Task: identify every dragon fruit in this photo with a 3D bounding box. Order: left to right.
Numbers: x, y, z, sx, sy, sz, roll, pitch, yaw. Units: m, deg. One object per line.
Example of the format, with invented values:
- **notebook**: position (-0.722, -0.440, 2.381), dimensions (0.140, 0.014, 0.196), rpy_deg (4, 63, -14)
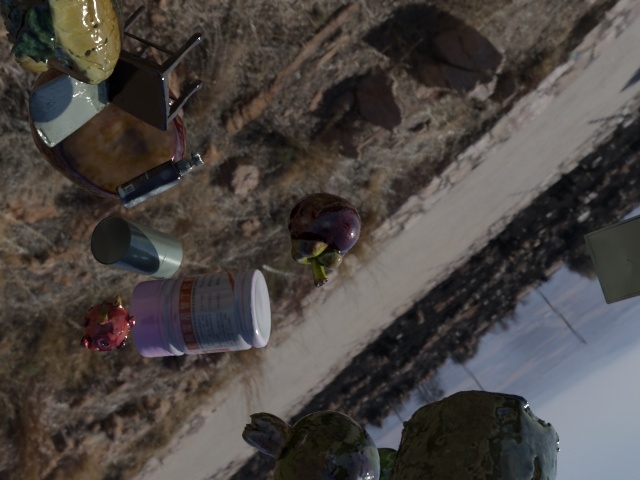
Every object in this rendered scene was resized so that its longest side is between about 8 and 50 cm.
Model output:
- **dragon fruit**: position (-0.466, 0.196, 1.567), dimensions (0.126, 0.068, 0.112), rpy_deg (-33, 119, 1)

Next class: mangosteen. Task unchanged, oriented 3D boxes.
- **mangosteen**: position (-0.005, -0.007, 1.431), dimensions (0.156, 0.146, 0.181), rpy_deg (17, 96, -37)

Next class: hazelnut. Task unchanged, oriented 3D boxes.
- **hazelnut**: position (-0.532, -0.300, 1.834), dimensions (0.359, 0.359, 0.409), rpy_deg (-37, 131, 11)

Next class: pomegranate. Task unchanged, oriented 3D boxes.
- **pomegranate**: position (-0.016, 0.365, 1.192), dimensions (0.202, 0.248, 0.202), rpy_deg (-61, -178, 3)

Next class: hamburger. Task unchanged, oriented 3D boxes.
- **hamburger**: position (-0.336, -0.324, 0.954), dimensions (0.133, 0.308, 0.211), rpy_deg (-9, 146, -7)

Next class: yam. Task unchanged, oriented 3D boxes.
- **yam**: position (0.145, 0.323, 0.748), dimensions (0.195, 0.195, 0.300), rpy_deg (-57, -173, 47)

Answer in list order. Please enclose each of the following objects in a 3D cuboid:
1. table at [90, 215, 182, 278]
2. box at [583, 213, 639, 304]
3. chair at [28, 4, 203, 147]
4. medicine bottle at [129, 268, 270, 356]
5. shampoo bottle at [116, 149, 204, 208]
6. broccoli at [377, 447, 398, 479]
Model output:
- **table**: position (-0.469, 0.022, 1.852), dimensions (0.126, 0.126, 0.220), rpy_deg (-38, 156, 12)
- **box**: position (0.578, 0.012, 1.200), dimensions (0.086, 0.129, 0.225), rpy_deg (-6, 166, -39)
- **chair**: position (-0.383, -0.296, 1.397), dimensions (0.319, 0.186, 0.160), rpy_deg (-57, 170, -34)
- **medicine bottle**: position (-0.299, 0.185, 1.815), dimensions (0.316, 0.202, 0.202), rpy_deg (-7, 161, 8)
- **shampoo bottle**: position (-0.363, -0.144, 1.638), dimensions (0.208, 0.057, 0.063), rpy_deg (-28, 178, 2)
- **broccoli**: position (0.052, 0.535, 1.397), dimensions (0.297, 0.297, 0.297), rpy_deg (-41, 170, -46)
